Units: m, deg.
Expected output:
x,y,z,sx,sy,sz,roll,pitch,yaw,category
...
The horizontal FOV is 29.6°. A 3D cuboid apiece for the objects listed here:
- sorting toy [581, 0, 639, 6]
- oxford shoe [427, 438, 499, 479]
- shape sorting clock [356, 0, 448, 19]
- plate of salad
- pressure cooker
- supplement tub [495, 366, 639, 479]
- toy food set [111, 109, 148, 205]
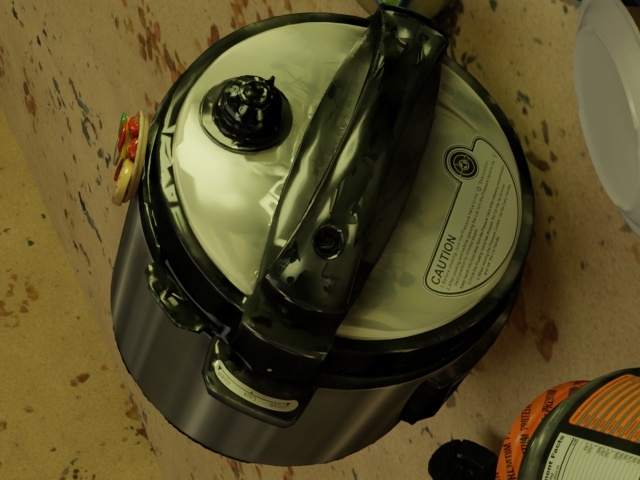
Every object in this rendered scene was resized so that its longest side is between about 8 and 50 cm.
x,y,z,sx,sy,sz,roll,pitch,yaw,category
0.128,-0.282,0.822,0.348,0.047,0.196,35,169,-26,sorting toy
0.213,0.293,1.261,0.227,0.083,0.096,35,159,51,oxford shoe
0.068,-0.309,1.182,0.206,0.040,0.206,42,145,40,shape sorting clock
0.235,-0.096,0.910,0.200,0.048,0.199,167,90,-89,plate of salad
-0.006,-0.001,1.145,0.370,0.375,0.420,66,156,20,pressure cooker
0.286,0.204,0.865,0.338,0.207,0.207,7,112,65,supplement tub
-0.164,-0.071,1.034,0.082,0.020,0.083,-148,69,-74,toy food set
